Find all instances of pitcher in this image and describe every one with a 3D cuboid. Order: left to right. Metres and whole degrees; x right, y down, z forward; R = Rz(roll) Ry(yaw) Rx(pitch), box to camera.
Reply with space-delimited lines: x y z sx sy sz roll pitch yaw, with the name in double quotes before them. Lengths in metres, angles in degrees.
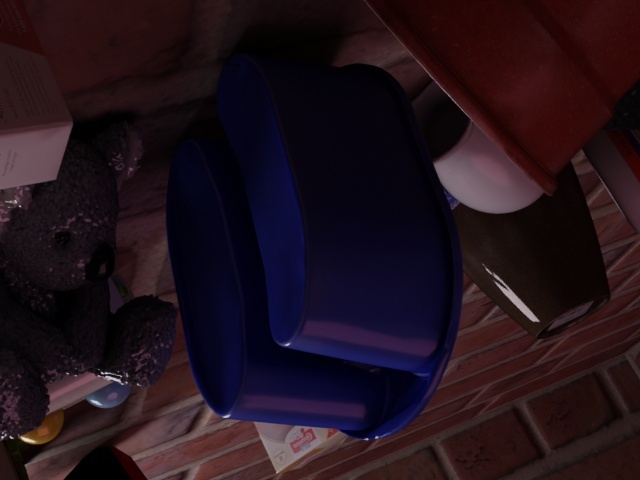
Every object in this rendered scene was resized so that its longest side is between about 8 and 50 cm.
"pitcher" 0.186 -0.122 1.117 0.207 0.125 0.178 20 115 -49

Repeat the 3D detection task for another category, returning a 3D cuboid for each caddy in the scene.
"caddy" 0.000 0.000 0.873 0.179 0.341 0.241 7 141 -31

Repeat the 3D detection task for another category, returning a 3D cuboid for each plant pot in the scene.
"plant pot" 0.266 0.002 1.329 0.215 0.230 0.215 -23 159 -10
"plant pot" 0.162 -0.216 0.671 0.265 0.272 0.272 -41 157 14

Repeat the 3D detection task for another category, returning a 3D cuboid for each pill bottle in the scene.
"pill bottle" 0.510 -0.155 1.330 0.323 0.182 0.181 -33 159 14

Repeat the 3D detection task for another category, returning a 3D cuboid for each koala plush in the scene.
"koala plush" -0.231 0.006 0.853 0.196 0.203 0.221 -20 139 -45

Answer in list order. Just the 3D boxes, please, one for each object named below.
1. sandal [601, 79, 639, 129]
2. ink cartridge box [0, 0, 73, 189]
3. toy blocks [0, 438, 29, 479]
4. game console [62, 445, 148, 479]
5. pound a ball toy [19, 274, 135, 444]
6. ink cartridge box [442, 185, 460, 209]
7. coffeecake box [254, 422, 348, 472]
"sandal" 0.329 -0.198 1.088 0.445 0.107 0.167 3 143 -46
"ink cartridge box" -0.267 -0.083 0.626 0.198 0.115 0.067 -13 155 -32
"toy blocks" -0.418 0.386 1.350 0.190 0.261 0.381 -21 159 -17
"game console" -0.372 0.482 1.506 0.342 0.060 0.386 -48 -157 -11
"pound a ball toy" -0.326 0.150 1.011 0.319 0.136 0.208 -27 176 -5
"ink cartridge box" 0.013 -0.020 1.203 0.311 0.065 0.186 -5 151 -40
"coffeecake box" -0.039 0.235 1.567 0.142 0.186 0.068 -39 157 27
